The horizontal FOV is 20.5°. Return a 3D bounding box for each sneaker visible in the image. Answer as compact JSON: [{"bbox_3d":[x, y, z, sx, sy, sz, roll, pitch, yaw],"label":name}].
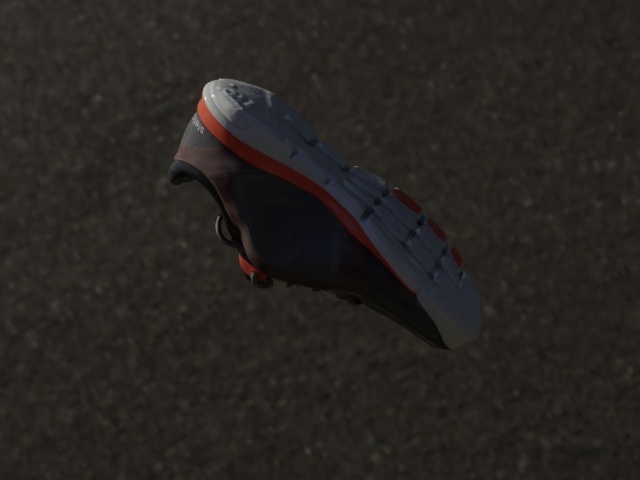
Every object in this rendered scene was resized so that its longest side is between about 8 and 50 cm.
[{"bbox_3d":[0.000,0.000,0.759,0.065,0.158,0.061,-53,-13,22],"label":"sneaker"}]
